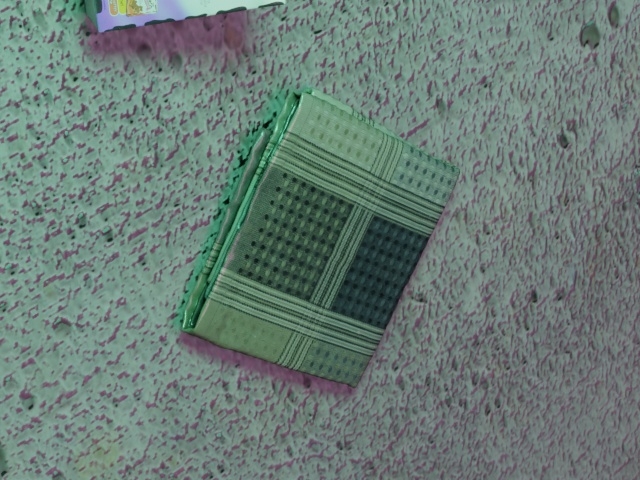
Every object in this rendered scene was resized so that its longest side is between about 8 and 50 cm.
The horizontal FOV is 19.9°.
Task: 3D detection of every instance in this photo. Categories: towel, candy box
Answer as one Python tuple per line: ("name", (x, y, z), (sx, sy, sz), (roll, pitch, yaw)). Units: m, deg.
("towel", (0.000, 0.000, 2.142), (0.324, 0.056, 0.312), (24, 93, -48))
("candy box", (-0.140, -0.306, 1.812), (0.196, 0.070, 0.164), (-10, 115, -14))
